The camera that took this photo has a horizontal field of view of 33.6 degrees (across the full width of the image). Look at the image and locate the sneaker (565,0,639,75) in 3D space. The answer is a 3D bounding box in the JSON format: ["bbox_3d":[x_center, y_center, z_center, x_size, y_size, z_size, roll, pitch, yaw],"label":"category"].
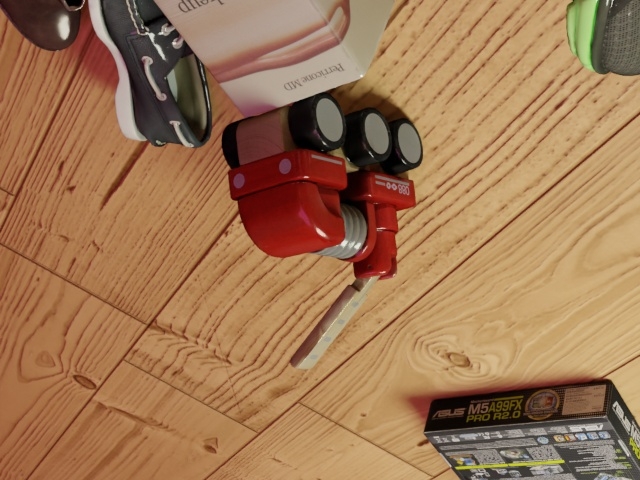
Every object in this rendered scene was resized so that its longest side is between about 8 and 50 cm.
[{"bbox_3d":[0.325,-0.270,0.685,0.202,0.185,0.483,37,135,4],"label":"sneaker"}]

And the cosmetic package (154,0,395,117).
[{"bbox_3d":[-0.078,-0.271,0.943,0.153,0.129,0.296,-16,128,34],"label":"cosmetic package"}]

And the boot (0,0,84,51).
[{"bbox_3d":[-0.262,-0.252,0.991,0.090,0.207,0.248,-21,132,-15],"label":"boot"}]

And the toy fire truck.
[{"bbox_3d":[0.000,0.000,1.081,0.158,0.246,0.217,-14,167,35],"label":"toy fire truck"}]

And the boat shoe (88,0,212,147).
[{"bbox_3d":[-0.163,-0.208,1.074,0.091,0.114,0.302,14,151,10],"label":"boat shoe"}]

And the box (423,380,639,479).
[{"bbox_3d":[0.309,0.292,1.459,0.270,0.060,0.216,-13,130,34],"label":"box"}]
